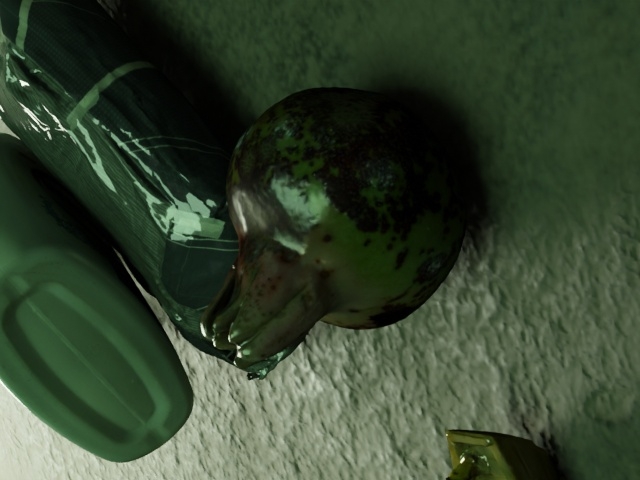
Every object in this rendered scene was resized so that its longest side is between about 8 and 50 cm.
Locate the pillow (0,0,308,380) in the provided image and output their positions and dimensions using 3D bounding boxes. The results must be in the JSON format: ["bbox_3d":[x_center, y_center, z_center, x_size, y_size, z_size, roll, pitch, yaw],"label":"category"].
[{"bbox_3d":[-0.125,-0.053,0.878,0.335,0.092,0.161,47,158,19],"label":"pillow"}]

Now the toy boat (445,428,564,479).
[{"bbox_3d":[0.113,0.210,0.746,0.068,0.088,0.226,-1,110,51],"label":"toy boat"}]

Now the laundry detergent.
[{"bbox_3d":[-0.204,0.021,0.967,0.215,0.105,0.280,53,176,-35],"label":"laundry detergent"}]

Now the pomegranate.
[{"bbox_3d":[-0.004,-0.007,0.714,0.125,0.163,0.138,46,164,47],"label":"pomegranate"}]
